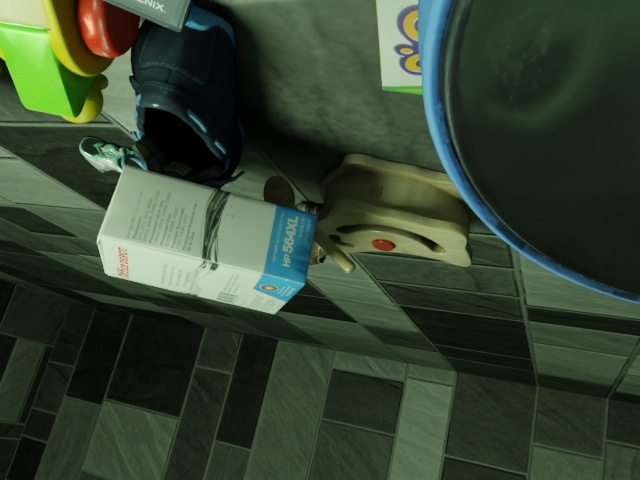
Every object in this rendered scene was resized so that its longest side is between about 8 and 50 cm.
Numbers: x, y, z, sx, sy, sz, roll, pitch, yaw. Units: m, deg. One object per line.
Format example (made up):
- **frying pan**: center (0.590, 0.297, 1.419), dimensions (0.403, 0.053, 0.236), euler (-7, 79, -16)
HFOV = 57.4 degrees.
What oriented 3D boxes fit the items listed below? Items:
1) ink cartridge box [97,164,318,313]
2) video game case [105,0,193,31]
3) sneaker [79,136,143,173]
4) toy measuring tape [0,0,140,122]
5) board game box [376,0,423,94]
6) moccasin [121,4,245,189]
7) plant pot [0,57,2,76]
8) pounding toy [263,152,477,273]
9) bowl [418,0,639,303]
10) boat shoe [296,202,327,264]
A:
- **ink cartridge box**: center (-0.123, 0.006, 0.637), dimensions (0.203, 0.085, 0.148), euler (15, 158, -12)
- **video game case**: center (-0.118, -0.234, 0.245), dimensions (0.196, 0.026, 0.274), euler (19, 145, -18)
- **sneaker**: center (-0.305, -0.116, 0.869), dimensions (0.098, 0.038, 0.069), euler (26, 162, -9)
- **toy measuring tape**: center (-0.196, -0.224, 0.399), dimensions (0.122, 0.121, 0.330), euler (12, 140, 6)
- **board game box**: center (0.101, -0.169, 0.407), dimensions (0.124, 0.039, 0.259), euler (10, 165, 12)
- **moccasin**: center (-0.159, -0.113, 0.629), dimensions (0.138, 0.116, 0.342), euler (13, 163, 0)
- **plant pot**: center (-0.426, -0.162, 0.568), dimensions (0.187, 0.212, 0.212), euler (6, 167, -23)
- **pounding toy**: center (0.061, -0.004, 0.739), dimensions (0.270, 0.154, 0.154), euler (12, 158, 3)
- **bowl**: center (0.237, -0.088, 0.283), dimensions (0.392, 0.077, 0.391), euler (14, 144, 10)
- **boat shoe**: center (0.000, 0.000, 0.949), dimensions (0.066, 0.066, 0.183), euler (9, 162, 10)
